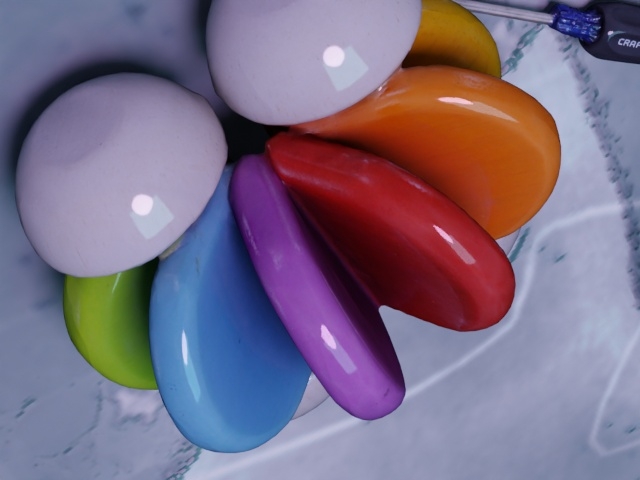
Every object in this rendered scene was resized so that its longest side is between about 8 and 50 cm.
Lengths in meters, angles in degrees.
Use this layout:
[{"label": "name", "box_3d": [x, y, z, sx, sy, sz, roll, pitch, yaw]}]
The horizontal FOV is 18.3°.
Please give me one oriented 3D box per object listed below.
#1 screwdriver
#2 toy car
[{"label": "screwdriver", "box_3d": [0.077, -0.086, 0.741, 0.170, 0.024, 0.025, 8, 148, -35]}, {"label": "toy car", "box_3d": [0.000, 0.000, 0.673, 0.182, 0.136, 0.159, -37, 136, 1]}]
